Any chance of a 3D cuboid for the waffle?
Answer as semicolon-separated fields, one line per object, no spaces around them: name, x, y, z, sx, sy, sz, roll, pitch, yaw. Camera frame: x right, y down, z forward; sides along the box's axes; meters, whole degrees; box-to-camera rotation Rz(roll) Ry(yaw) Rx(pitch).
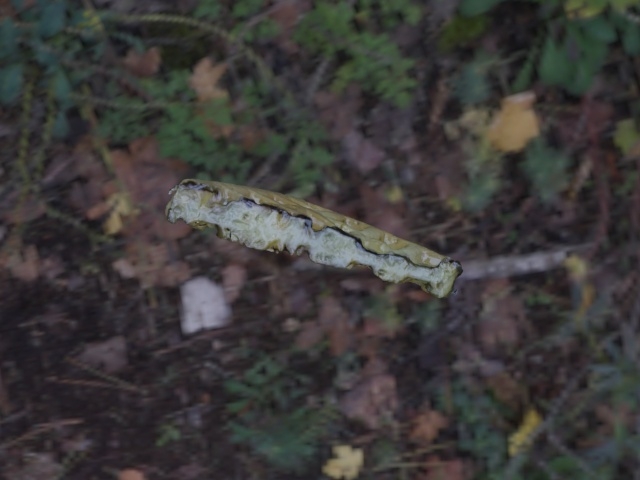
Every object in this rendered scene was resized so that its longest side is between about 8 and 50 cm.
waffle;0.000;0.000;0.811;0.153;0.097;0.023;9;102;-69
